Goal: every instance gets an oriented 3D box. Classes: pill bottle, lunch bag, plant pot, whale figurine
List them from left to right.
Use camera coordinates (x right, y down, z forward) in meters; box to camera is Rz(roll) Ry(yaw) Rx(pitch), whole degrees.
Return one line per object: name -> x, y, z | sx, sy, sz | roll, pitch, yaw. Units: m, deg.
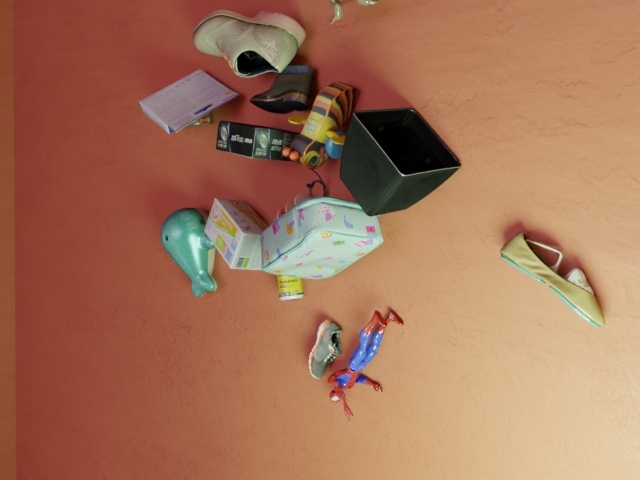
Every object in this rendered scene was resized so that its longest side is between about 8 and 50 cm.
whale figurine -> -0.398, 0.035, 1.816 | 0.216, 0.141, 0.272 | -21, 78, 40
pill bottle -> -0.083, 0.096, 1.585 | 0.065, 0.065, 0.116 | -11, 84, 42
lunch bag -> 0.000, 0.000, 1.387 | 0.279, 0.224, 0.108 | -34, 58, 51
plant pot -> 0.150, -0.159, 1.295 | 0.187, 0.188, 0.167 | 56, 139, 24

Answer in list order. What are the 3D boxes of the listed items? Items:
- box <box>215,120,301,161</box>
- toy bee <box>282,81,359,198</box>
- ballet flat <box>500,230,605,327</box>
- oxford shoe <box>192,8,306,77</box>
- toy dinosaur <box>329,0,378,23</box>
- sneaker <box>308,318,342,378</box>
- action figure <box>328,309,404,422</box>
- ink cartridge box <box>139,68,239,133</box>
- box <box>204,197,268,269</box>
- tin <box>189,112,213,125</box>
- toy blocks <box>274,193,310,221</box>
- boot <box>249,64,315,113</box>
box -> -0.153, -0.256, 1.552 | 0.147, 0.180, 0.078 | 19, 105, 40
toy bee -> -0.005, -0.233, 1.435 | 0.195, 0.162, 0.298 | 5, 96, 40
ballet flat -> 0.437, 0.063, 1.107 | 0.232, 0.080, 0.073 | 42, 104, 31
oxford shoe -> -0.225, -0.519, 1.605 | 0.397, 0.140, 0.147 | 13, 75, 42
toy dinosaur -> 0.038, -0.617, 1.338 | 0.127, 0.296, 0.200 | -15, 123, 18
sneaker -> 0.017, 0.281, 1.509 | 0.064, 0.061, 0.158 | 20, 106, 33
action figure -> 0.109, 0.308, 1.402 | 0.280, 0.091, 0.139 | -58, 48, 28
ink cartridge box -> -0.376, -0.394, 1.739 | 0.224, 0.223, 0.045 | 39, 154, 37
box -> -0.226, -0.020, 1.659 | 0.203, 0.103, 0.114 | 46, 121, 45
tin -> -0.405, -0.364, 1.826 | 0.189, 0.106, 0.040 | 7, 103, 42
toy blocks -> -0.064, -0.039, 1.568 | 0.148, 0.054, 0.123 | -32, 81, 53
boot -> -0.096, -0.398, 1.582 | 0.219, 0.082, 0.106 | 11, 79, 43
